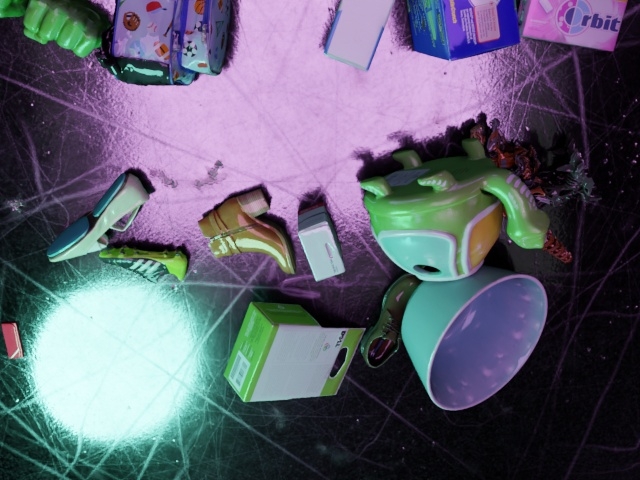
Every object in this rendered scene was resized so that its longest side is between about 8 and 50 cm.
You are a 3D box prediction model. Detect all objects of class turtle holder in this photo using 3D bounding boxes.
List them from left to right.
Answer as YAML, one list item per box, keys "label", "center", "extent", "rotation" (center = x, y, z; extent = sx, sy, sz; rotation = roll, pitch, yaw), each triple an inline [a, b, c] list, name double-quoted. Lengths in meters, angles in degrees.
- label: "turtle holder"
  center: [0.250, -0.054, 1.276]
  extent: [0.321, 0.243, 0.227]
  rotation: [-13, 109, 15]

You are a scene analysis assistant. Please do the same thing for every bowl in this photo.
- label: "bowl"
  center: [0.285, 0.168, 1.363]
  extent: [0.312, 0.163, 0.311]
  rotation: [-18, 126, -28]

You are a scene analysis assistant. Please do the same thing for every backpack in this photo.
- label: "backpack"
  center: [-0.262, -0.399, 1.162]
  extent: [0.213, 0.276, 0.263]
  rotation: [-2, 101, -6]

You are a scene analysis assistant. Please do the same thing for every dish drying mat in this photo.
- label: "dish drying mat"
  center: [-0.671, 0.218, 1.474]
  extent: [0.032, 0.008, 0.083]
  rotation: [-4, 108, 1]

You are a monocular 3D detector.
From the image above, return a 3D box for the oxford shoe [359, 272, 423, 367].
- label: "oxford shoe"
  center: [0.161, 0.175, 1.434]
  extent: [0.083, 0.096, 0.227]
  rotation: [22, 104, -7]

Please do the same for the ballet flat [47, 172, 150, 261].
- label: "ballet flat"
  center: [-0.442, -0.029, 1.368]
  extent: [0.248, 0.086, 0.086]
  rotation: [-42, 104, 10]

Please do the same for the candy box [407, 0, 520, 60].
- label: "candy box"
  center: [0.213, -0.449, 1.117]
  extent: [0.122, 0.317, 0.268]
  rotation: [-12, 109, 1]

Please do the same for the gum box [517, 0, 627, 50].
- label: "gum box"
  center: [0.460, -0.423, 1.263]
  extent: [0.189, 0.062, 0.107]
  rotation: [8, 107, -4]

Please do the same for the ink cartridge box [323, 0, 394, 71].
- label: "ink cartridge box"
  center: [0.068, -0.386, 1.194]
  extent: [0.086, 0.203, 0.148]
  rotation: [19, 106, -5]

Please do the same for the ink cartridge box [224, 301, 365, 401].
- label: "ink cartridge box"
  center: [-0.053, 0.241, 1.460]
  extent: [0.255, 0.097, 0.188]
  rotation: [8, 111, -40]

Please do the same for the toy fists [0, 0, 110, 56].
- label: "toy fists"
  center: [-0.514, -0.423, 1.201]
  extent: [0.279, 0.142, 0.096]
  rotation: [32, 104, -10]

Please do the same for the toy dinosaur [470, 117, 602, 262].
- label: "toy dinosaur"
  center: [0.421, -0.106, 1.348]
  extent: [0.219, 0.164, 0.322]
  rotation: [-27, 126, 22]

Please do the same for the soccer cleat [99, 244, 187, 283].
- label: "soccer cleat"
  center: [-0.367, 0.052, 1.402]
  extent: [0.179, 0.060, 0.072]
  rotation: [4, 109, -6]

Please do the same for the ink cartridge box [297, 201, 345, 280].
- label: "ink cartridge box"
  center: [0.000, 0.000, 1.344]
  extent: [0.063, 0.150, 0.109]
  rotation: [-19, 107, 5]

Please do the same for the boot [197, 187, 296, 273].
- label: "boot"
  center: [-0.147, 0.006, 1.387]
  extent: [0.153, 0.073, 0.197]
  rotation: [-26, 94, 6]
